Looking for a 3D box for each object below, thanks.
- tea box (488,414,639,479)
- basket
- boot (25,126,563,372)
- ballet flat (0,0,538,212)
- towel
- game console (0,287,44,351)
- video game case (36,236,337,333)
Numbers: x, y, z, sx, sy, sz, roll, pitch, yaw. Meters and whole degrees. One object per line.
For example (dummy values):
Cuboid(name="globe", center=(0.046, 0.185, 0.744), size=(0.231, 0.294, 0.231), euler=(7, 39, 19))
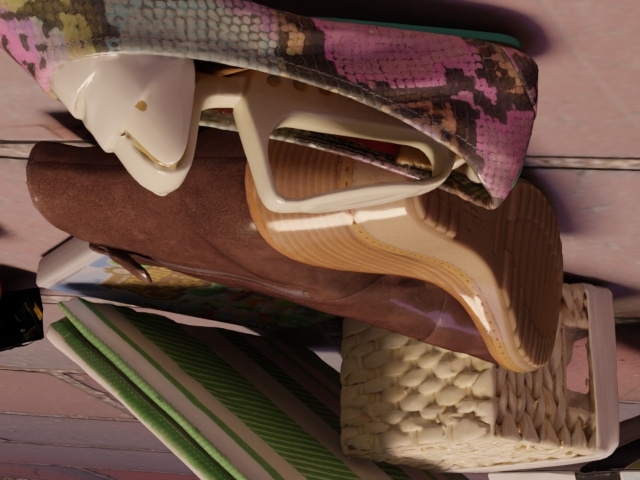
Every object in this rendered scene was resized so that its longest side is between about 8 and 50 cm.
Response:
Cuboid(name="tea box", center=(0.354, 0.220, 0.906), size=(0.329, 0.220, 0.323), euler=(-9, 177, -44))
Cuboid(name="basket", center=(0.097, 0.089, 0.862), size=(0.103, 0.113, 0.167), euler=(12, 162, -35))
Cuboid(name="boot", center=(0.000, 0.000, 0.672), size=(0.207, 0.090, 0.248), euler=(2, 161, 30))
Cuboid(name="ballet flat", center=(-0.025, -0.051, 0.480), size=(0.222, 0.079, 0.077), euler=(9, 165, -14))
Cuboid(name="towel", center=(-0.019, 0.135, 0.940), size=(0.248, 0.038, 0.325), euler=(36, -172, 29))
Cuboid(name="game console", center=(-0.352, 0.091, 1.046), size=(0.213, 0.044, 0.361), euler=(-11, 176, -24))
Cuboid(name="video game case", center=(-0.058, 0.020, 0.844), size=(0.193, 0.023, 0.212), euler=(13, 163, -26))
